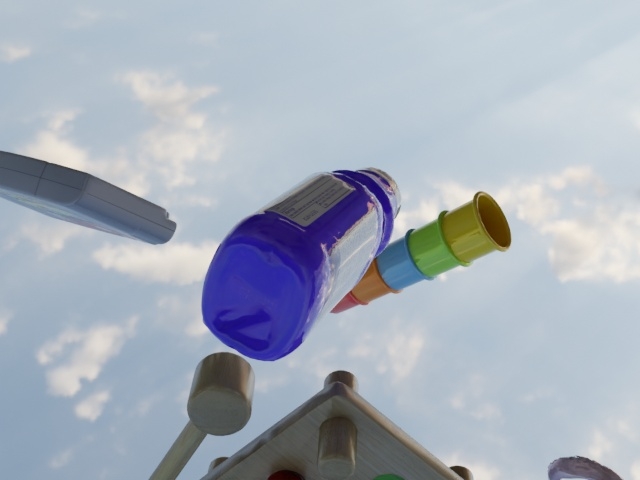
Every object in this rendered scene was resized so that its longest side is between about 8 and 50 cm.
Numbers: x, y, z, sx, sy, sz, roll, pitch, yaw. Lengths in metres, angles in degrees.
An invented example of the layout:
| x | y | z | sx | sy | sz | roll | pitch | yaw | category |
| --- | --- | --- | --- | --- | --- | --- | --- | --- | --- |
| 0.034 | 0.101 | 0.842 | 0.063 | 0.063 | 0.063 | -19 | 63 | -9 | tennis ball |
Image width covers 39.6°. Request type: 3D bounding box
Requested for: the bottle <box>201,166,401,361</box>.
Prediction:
| x | y | z | sx | sy | sz | roll | pitch | yaw | category |
| --- | --- | --- | --- | --- | --- | --- | --- | --- | --- |
| 0.000 | 0.000 | 0.779 | 0.092 | 0.118 | 0.283 | 28 | -153 | 11 | bottle |

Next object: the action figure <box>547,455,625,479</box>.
| x | y | z | sx | sy | sz | roll | pitch | yaw | category |
| --- | --- | --- | --- | --- | --- | --- | --- | --- | --- |
| 0.404 | 0.197 | 0.659 | 0.248 | 0.370 | 0.276 | 30 | -159 | -31 | action figure |

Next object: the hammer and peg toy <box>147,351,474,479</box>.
| x | y | z | sx | sy | sz | roll | pitch | yaw | category |
| --- | --- | --- | --- | --- | --- | --- | --- | --- | --- |
| -0.026 | 0.255 | 0.916 | 0.361 | 0.266 | 0.127 | 40 | -154 | -19 | hammer and peg toy |

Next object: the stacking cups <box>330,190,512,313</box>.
| x | y | z | sx | sy | sz | roll | pitch | yaw | category |
| --- | --- | --- | --- | --- | --- | --- | --- | --- | --- |
| 0.126 | 0.033 | 1.334 | 0.316 | 0.096 | 0.096 | -27 | -157 | 31 | stacking cups |

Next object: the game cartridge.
| x | y | z | sx | sy | sz | roll | pitch | yaw | category |
| --- | --- | --- | --- | --- | --- | --- | --- | --- | --- |
| -0.359 | -0.064 | 1.204 | 0.294 | 0.196 | 0.060 | 12 | -104 | 38 | game cartridge |
